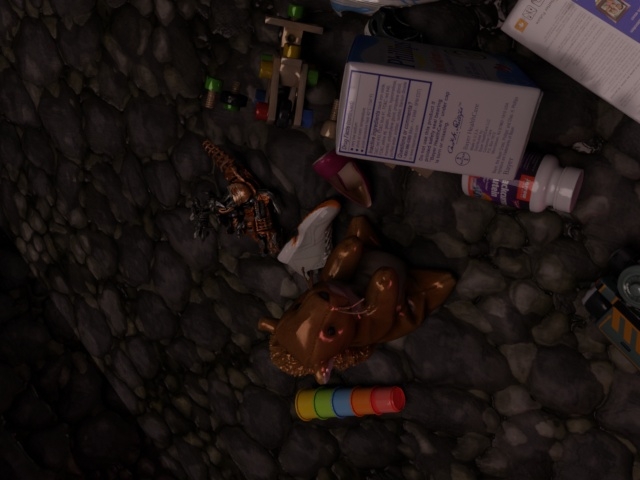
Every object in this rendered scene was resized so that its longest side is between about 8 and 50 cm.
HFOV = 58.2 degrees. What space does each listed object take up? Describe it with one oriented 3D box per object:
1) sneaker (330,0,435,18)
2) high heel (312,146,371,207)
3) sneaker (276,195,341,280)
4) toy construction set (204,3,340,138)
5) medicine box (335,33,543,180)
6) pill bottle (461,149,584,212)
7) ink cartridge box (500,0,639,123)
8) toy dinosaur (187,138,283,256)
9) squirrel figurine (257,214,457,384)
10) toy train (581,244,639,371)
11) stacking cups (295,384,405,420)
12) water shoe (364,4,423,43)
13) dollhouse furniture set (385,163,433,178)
[{"bbox_3d":[0.129,-0.469,1.096,0.237,0.085,0.086,10,151,26],"label":"sneaker"},{"bbox_3d":[0.055,-0.124,1.206,0.082,0.244,0.117,-33,83,7],"label":"high heel"},{"bbox_3d":[0.000,0.000,1.400,0.121,0.099,0.262,42,137,4],"label":"sneaker"},{"bbox_3d":[-0.031,-0.352,1.183,0.309,0.257,0.237,20,109,13],"label":"toy construction set"},{"bbox_3d":[0.182,-0.233,0.968,0.289,0.263,0.149,9,119,1],"label":"medicine box"},{"bbox_3d":[0.368,-0.113,1.052,0.194,0.108,0.108,18,120,29],"label":"pill bottle"},{"bbox_3d":[0.486,-0.313,0.901,0.371,0.069,0.175,43,128,16],"label":"ink cartridge box"},{"bbox_3d":[-0.215,-0.104,1.498,0.218,0.164,0.321,-24,77,27],"label":"toy dinosaur"},{"bbox_3d":[0.038,0.186,1.262,0.281,0.370,0.397,40,129,15],"label":"squirrel figurine"},{"bbox_3d":[0.594,0.166,0.963,0.334,0.142,0.190,52,140,29],"label":"toy train"},{"bbox_3d":[0.079,0.425,1.542,0.316,0.096,0.096,-18,99,36],"label":"stacking cups"},{"bbox_3d":[0.168,-0.350,1.086,0.203,0.073,0.080,42,154,-4],"label":"water shoe"},{"bbox_3d":[0.156,-0.177,1.176,0.151,0.144,0.123,35,134,1],"label":"dollhouse furniture set"}]
